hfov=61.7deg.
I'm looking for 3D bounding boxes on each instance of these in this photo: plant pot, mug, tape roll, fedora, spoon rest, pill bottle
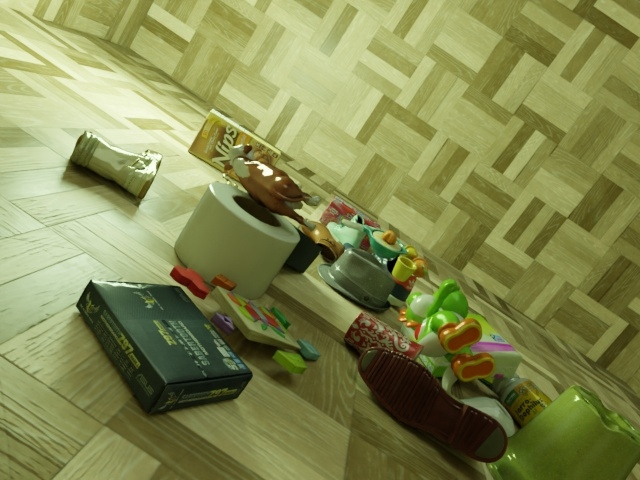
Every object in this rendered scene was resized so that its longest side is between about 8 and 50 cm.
[{"bbox_3d":[0.552,0.470,1.178,0.276,0.254,0.276,32,13,-8],"label":"plant pot"},{"bbox_3d":[0.148,0.267,1.319,0.169,0.150,0.113,34,57,17],"label":"mug"},{"bbox_3d":[-0.193,-0.002,1.258,0.246,0.169,0.246,32,14,-9],"label":"tape roll"},{"bbox_3d":[0.137,0.111,1.737,0.275,0.124,0.244,32,13,-9],"label":"fedora"},{"bbox_3d":[0.409,0.432,1.402,0.276,0.084,0.137,44,11,-18],"label":"spoon rest"},{"bbox_3d":[0.605,0.480,1.569,0.117,0.117,0.208,23,18,-40],"label":"pill bottle"}]

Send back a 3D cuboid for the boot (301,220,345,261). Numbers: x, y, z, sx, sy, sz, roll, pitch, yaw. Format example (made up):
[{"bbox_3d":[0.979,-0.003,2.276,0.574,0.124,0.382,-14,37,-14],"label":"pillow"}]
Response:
[{"bbox_3d":[0.000,0.000,1.928,0.197,0.073,0.152,33,17,7],"label":"boot"}]

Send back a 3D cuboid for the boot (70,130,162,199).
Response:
[{"bbox_3d":[-0.525,-0.213,1.386,0.203,0.095,0.262,27,19,-21],"label":"boot"}]

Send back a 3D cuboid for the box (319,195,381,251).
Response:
[{"bbox_3d":[0.134,-0.077,2.396,0.257,0.123,0.128,33,14,-3],"label":"box"}]

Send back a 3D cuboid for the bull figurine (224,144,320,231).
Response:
[{"bbox_3d":[-0.118,-0.134,1.313,0.188,0.101,0.310,27,13,-36],"label":"bull figurine"}]

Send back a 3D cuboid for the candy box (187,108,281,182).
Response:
[{"bbox_3d":[-0.336,-0.351,2.114,0.316,0.183,0.087,30,13,-15],"label":"candy box"}]

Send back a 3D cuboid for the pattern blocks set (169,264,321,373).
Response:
[{"bbox_3d":[-0.127,0.154,1.052,0.285,0.026,0.325,41,4,24],"label":"pattern blocks set"}]

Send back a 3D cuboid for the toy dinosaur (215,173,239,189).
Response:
[{"bbox_3d":[-0.322,-0.189,1.863,0.092,0.053,0.183,44,16,31],"label":"toy dinosaur"}]

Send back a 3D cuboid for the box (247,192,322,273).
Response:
[{"bbox_3d":[-0.119,-0.017,1.508,0.184,0.103,0.261,36,-2,20],"label":"box"}]

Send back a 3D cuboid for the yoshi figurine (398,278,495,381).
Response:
[{"bbox_3d":[0.349,0.210,1.419,0.203,0.203,0.362,22,9,-15],"label":"yoshi figurine"}]

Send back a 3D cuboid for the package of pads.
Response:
[{"bbox_3d":[0.413,0.305,1.607,0.296,0.101,0.229,8,23,-24],"label":"package of pads"}]

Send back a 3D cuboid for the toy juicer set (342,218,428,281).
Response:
[{"bbox_3d":[0.249,0.008,1.845,0.209,0.089,0.329,2,35,-45],"label":"toy juicer set"}]

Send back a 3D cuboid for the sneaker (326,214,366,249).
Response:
[{"bbox_3d":[0.118,-0.049,2.201,0.094,0.151,0.256,24,15,-30],"label":"sneaker"}]

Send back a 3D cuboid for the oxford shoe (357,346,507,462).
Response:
[{"bbox_3d":[0.229,0.362,1.175,0.348,0.123,0.130,36,-13,13],"label":"oxford shoe"}]

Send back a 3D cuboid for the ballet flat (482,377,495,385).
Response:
[{"bbox_3d":[0.579,0.446,1.710,0.231,0.077,0.077,39,15,21],"label":"ballet flat"}]

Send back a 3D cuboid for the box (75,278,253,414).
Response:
[{"bbox_3d":[-0.239,0.155,0.829,0.232,0.059,0.183,41,15,30],"label":"box"}]

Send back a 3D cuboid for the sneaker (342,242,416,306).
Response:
[{"bbox_3d":[0.216,0.086,1.961,0.131,0.148,0.350,17,21,-51],"label":"sneaker"}]
